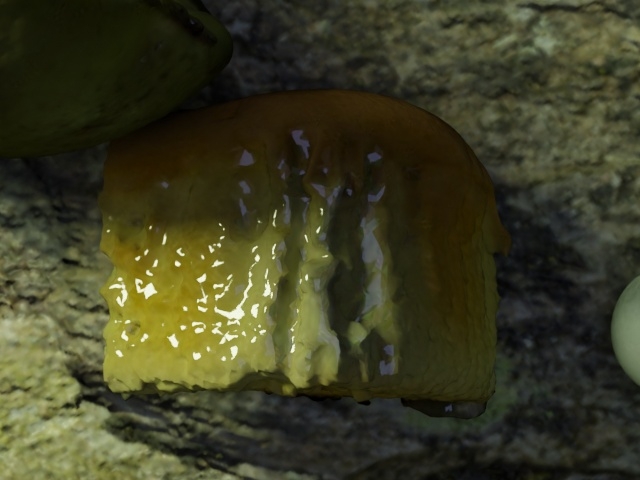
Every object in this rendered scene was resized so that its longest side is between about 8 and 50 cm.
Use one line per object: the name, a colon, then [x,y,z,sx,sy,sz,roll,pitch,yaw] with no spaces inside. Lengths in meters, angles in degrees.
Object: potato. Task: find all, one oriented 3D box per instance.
potato: [-0.229,-0.139,0.804,0.330,0.280,0.213,41,98,-14]

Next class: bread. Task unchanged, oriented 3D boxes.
bread: [0.000,0.000,0.886,0.262,0.162,0.204,2,77,-15]

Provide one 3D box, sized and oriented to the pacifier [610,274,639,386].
pacifier: [0.285,0.051,0.879,0.233,0.299,0.244,3,75,36]
